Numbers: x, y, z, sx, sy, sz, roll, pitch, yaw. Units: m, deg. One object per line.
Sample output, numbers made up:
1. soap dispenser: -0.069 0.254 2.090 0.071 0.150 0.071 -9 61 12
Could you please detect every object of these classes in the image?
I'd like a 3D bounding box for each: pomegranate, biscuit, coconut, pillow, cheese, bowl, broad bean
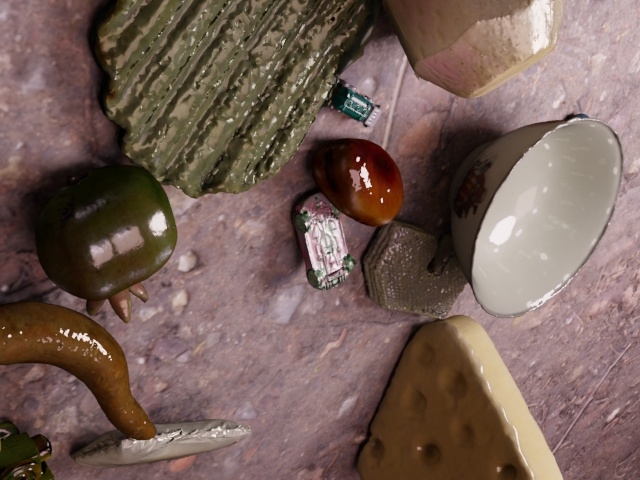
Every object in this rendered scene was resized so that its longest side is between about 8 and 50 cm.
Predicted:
1. pomegranate: -0.233 0.006 0.979 0.152 0.131 0.191 -31 155 -21
2. biscuit: 0.159 0.048 1.425 0.250 0.046 0.147 15 109 -48
3. coconut: 0.183 -0.296 1.074 0.197 0.237 0.237 -31 153 36
4. pillow: -0.216 0.277 1.220 0.229 0.051 0.128 4 160 -43
5. cheese: 0.231 0.306 1.542 0.104 0.384 0.384 -5 123 -47
6. bowl: 0.304 -0.060 1.386 0.337 0.157 0.337 -23 130 -30
7. broad bean: 0.058 -0.080 1.203 0.165 0.084 0.114 13 89 -50

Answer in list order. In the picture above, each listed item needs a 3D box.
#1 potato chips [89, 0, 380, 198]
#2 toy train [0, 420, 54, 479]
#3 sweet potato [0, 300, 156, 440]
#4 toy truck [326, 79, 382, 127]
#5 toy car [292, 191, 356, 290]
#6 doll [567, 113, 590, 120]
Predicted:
1. potato chips: -0.077 -0.246 0.964 0.429 0.070 0.358 -54 142 5
2. toy train: -0.428 0.309 1.056 0.225 0.090 0.137 -19 138 -32
3. sweet potato: -0.301 0.133 1.023 0.346 0.079 0.108 39 71 -43
4. toy truck: 0.045 -0.175 1.151 0.083 0.044 0.039 21 107 -49
5. toy car: 0.000 0.000 1.233 0.069 0.055 0.142 -25 112 -30
6. doll: 0.429 -0.179 1.499 0.083 0.050 0.076 -35 120 -15
